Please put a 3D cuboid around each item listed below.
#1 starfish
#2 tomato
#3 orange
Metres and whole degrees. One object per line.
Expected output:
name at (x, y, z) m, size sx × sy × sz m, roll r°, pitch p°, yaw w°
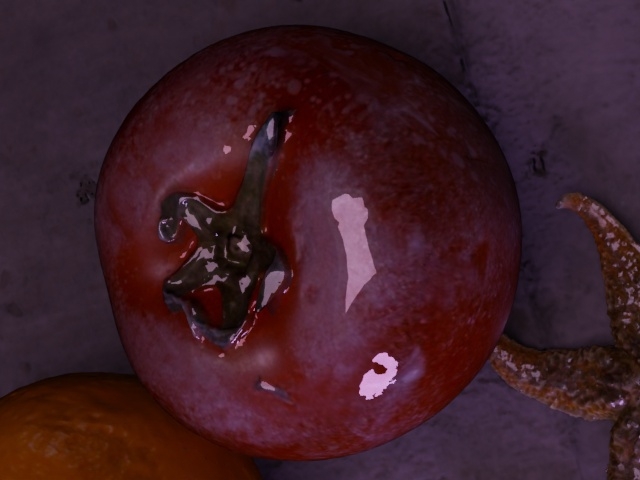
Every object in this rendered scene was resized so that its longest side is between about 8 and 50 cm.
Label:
starfish at (0.187, 0.098, 1.184) m, size 0.138 × 0.050 × 0.247 m, roll -32°, pitch 77°, yaw 20°
tomato at (0.000, 0.000, 1.143) m, size 0.270 × 0.227 × 0.270 m, roll 2°, pitch 94°, yaw 33°
orange at (-0.149, 0.206, 1.209) m, size 0.246 × 0.246 × 0.246 m, roll 2°, pitch 95°, yaw 19°
